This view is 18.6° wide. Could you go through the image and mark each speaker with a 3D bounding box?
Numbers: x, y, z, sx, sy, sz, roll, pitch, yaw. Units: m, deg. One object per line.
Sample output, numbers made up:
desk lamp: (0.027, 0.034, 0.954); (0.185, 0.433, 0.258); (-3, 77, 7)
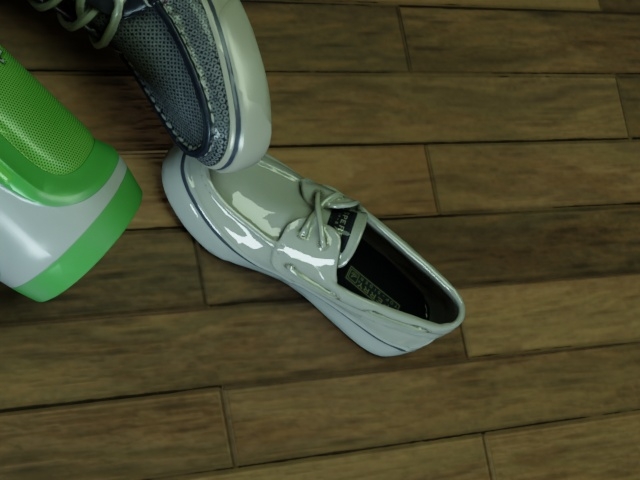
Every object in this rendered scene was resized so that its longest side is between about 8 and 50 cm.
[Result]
speaker: (-0.262, -0.095, 1.327); (0.296, 0.131, 0.131); (44, 55, -17)

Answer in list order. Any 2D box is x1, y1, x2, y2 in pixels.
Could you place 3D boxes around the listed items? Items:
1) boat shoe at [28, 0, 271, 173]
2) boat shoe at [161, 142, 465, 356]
boat shoe: (-0.172, -0.188, 1.428); (0.158, 0.127, 0.341); (-18, 74, -33)
boat shoe: (0.000, 0.000, 1.515); (0.267, 0.088, 0.096); (40, 56, -20)
